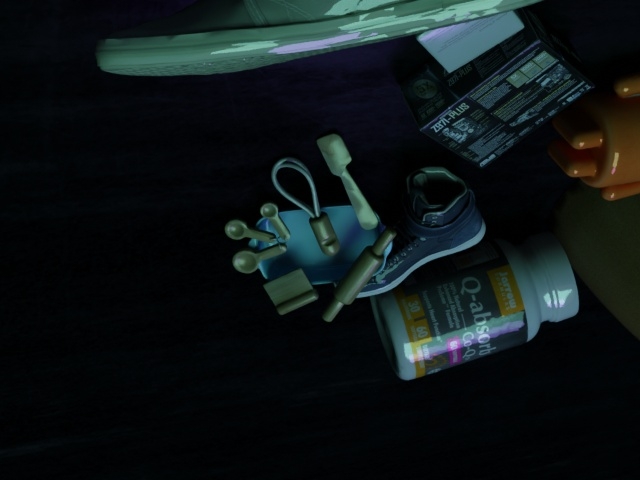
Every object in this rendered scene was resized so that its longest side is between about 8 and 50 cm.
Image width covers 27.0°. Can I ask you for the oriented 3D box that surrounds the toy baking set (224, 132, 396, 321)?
[{"bbox_3d":[-0.008,-0.007,1.703,0.196,0.030,0.256,33,117,-15],"label":"toy baking set"}]

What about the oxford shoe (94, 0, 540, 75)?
[{"bbox_3d":[-0.004,-0.246,1.309,0.449,0.130,0.169,-13,-172,-1],"label":"oxford shoe"}]

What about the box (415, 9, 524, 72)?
[{"bbox_3d":[0.147,-0.260,1.443,0.102,0.101,0.087,-31,147,18],"label":"box"}]

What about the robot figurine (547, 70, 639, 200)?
[{"bbox_3d":[0.409,-0.137,1.747,0.219,0.158,0.128,-10,179,-17],"label":"robot figurine"}]

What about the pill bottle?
[{"bbox_3d":[0.222,0.089,1.941,0.278,0.162,0.162,-18,147,-5],"label":"pill bottle"}]

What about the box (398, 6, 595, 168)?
[{"bbox_3d":[0.213,-0.186,1.609,0.180,0.078,0.147,-37,144,23],"label":"box"}]

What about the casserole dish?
[{"bbox_3d":[0.000,0.000,1.745,0.188,0.037,0.114,-6,119,6],"label":"casserole dish"}]

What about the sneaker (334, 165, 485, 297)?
[{"bbox_3d":[0.106,-0.014,1.786,0.226,0.086,0.163,-27,154,0],"label":"sneaker"}]

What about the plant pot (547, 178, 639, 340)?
[{"bbox_3d":[0.490,0.038,1.933,0.237,0.254,0.237,-16,148,-10],"label":"plant pot"}]
